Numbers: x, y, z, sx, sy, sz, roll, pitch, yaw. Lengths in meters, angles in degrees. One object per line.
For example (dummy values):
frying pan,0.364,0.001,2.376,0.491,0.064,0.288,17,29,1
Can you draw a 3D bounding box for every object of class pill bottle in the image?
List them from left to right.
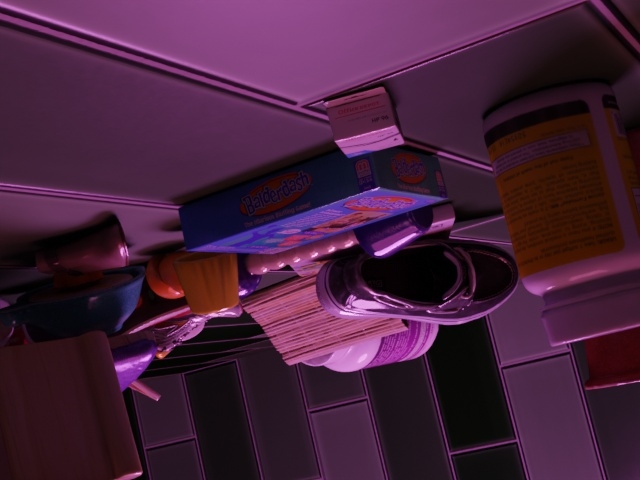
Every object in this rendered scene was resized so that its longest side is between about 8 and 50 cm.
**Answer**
pill bottle,0.076,0.154,1.989,0.169,0.169,0.301,-19,170,36
pill bottle,0.221,-0.021,0.926,0.119,0.208,0.119,-12,171,-2

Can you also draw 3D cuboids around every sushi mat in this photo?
sushi mat,-0.001,0.121,1.771,0.316,0.151,0.019,-23,-159,47

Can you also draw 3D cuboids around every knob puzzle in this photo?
knob puzzle,-0.348,0.178,1.589,0.213,0.030,0.213,30,165,9

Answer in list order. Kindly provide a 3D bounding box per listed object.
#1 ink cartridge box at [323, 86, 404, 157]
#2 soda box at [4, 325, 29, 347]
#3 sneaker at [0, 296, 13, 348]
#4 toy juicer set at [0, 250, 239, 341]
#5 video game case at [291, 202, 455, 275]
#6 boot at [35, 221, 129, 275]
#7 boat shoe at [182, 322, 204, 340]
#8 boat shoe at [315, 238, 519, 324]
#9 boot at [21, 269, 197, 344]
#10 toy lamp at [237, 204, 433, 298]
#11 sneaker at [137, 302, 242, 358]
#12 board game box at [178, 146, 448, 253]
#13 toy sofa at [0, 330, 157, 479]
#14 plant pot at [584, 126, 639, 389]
ink cartridge box,0.034,-0.088,0.810,0.048,0.028,0.083,-15,171,9
soda box,-0.403,0.162,1.364,0.092,0.083,0.263,-15,-172,-10
sneaker,-0.486,0.113,1.208,0.256,0.094,0.151,-23,-158,-37
toy juicer set,-0.262,0.053,1.159,0.329,0.089,0.209,-14,-170,-17
video game case,0.068,0.002,1.468,0.227,0.026,0.206,-14,171,2
boot,-0.230,0.013,1.032,0.087,0.042,0.118,-9,171,-11
boat shoe,-0.277,0.134,1.694,0.184,0.066,0.063,-11,-174,-28
boat shoe,0.159,0.058,1.473,0.335,0.121,0.119,-6,173,-32
boot,-0.244,0.087,1.357,0.244,0.088,0.176,-16,173,-5
toy lamp,0.000,0.000,1.188,0.274,0.080,0.080,-17,171,35
sneaker,-0.227,0.129,1.618,0.225,0.093,0.088,-12,172,-10
board game box,-0.005,-0.036,1.030,0.210,0.047,0.160,-17,170,27
toy sofa,-0.288,0.232,1.144,0.177,0.150,0.362,-5,156,-32
plant pot,0.403,0.010,1.216,0.272,0.265,0.272,-12,172,-2
